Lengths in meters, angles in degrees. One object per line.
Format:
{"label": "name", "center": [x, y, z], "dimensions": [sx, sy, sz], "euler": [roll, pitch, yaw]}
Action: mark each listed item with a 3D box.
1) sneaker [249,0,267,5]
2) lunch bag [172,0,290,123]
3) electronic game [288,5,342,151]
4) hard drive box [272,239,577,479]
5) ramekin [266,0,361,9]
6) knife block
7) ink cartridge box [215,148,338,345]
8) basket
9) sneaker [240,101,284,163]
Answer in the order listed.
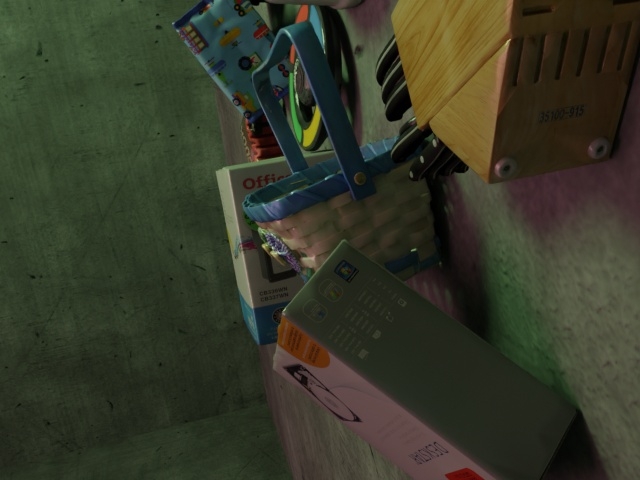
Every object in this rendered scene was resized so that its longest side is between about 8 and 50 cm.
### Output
{"label": "sneaker", "center": [-0.130, -0.525, 1.232], "dimensions": [0.208, 0.082, 0.094], "euler": [34, 115, 59]}
{"label": "lunch bag", "center": [-0.159, -0.380, 1.237], "dimensions": [0.221, 0.138, 0.293], "euler": [51, -173, -20]}
{"label": "electronic game", "center": [-0.016, -0.252, 0.952], "dimensions": [0.229, 0.048, 0.229], "euler": [177, 90, -75]}
{"label": "hard drive box", "center": [0.076, 0.131, 0.562], "dimensions": [0.232, 0.089, 0.181], "euler": [35, 155, 11]}
{"label": "ramekin", "center": [-0.031, -0.413, 0.744], "dimensions": [0.273, 0.127, 0.272], "euler": [169, 90, -79]}
{"label": "knife block", "center": [0.106, -0.158, 0.436], "dimensions": [0.242, 0.088, 0.275], "euler": [-117, 20, -51]}
{"label": "ink cartridge box", "center": [-0.043, -0.001, 1.009], "dimensions": [0.197, 0.198, 0.270], "euler": [-156, 55, -75]}
{"label": "basket", "center": [0.004, -0.081, 0.705], "dimensions": [0.255, 0.201, 0.288], "euler": [-168, 57, -78]}
{"label": "sneaker", "center": [-0.130, -0.210, 1.461], "dimensions": [0.135, 0.098, 0.276], "euler": [-126, 29, -62]}
